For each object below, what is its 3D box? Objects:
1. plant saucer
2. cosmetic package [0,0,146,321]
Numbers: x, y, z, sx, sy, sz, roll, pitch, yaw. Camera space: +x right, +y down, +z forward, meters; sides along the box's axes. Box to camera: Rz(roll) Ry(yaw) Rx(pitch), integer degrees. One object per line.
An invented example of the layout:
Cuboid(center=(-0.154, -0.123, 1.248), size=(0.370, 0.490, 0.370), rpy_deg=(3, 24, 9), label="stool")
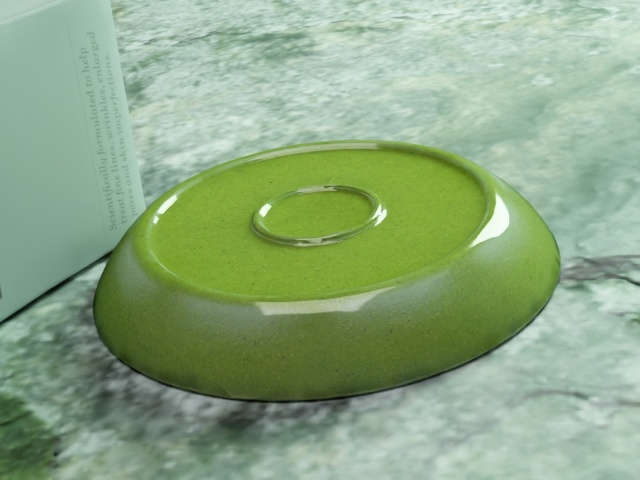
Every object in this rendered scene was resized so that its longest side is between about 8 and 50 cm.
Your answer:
Cuboid(center=(0.000, 0.000, 0.690), size=(0.241, 0.037, 0.241), rpy_deg=(-7, 26, 3), label="plant saucer")
Cuboid(center=(-0.218, -0.056, 0.730), size=(0.184, 0.151, 0.151), rpy_deg=(12, 32, 32), label="cosmetic package")
